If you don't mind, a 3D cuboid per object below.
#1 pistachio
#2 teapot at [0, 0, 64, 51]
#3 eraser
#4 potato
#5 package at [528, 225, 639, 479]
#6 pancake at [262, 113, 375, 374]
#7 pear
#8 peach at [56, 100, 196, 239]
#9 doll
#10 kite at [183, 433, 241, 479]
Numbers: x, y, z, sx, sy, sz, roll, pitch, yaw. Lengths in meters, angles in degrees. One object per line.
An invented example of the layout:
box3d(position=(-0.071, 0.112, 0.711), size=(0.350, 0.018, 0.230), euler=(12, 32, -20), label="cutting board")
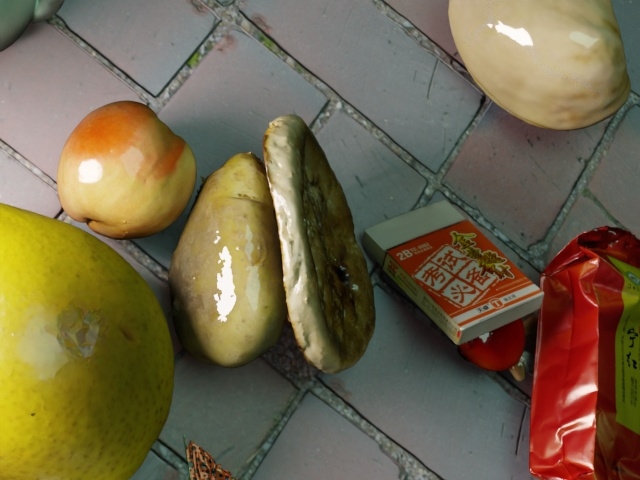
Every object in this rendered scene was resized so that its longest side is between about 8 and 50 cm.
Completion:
box3d(position=(0.346, -0.312, 2.122), size=(0.321, 0.229, 0.238), euler=(43, 92, 5), label="pistachio")
box3d(position=(-0.469, -0.335, 1.790), size=(0.294, 0.129, 0.193), euler=(11, 65, -22), label="teapot")
box3d(position=(0.186, 0.040, 1.946), size=(0.157, 0.038, 0.230), euler=(-21, 50, -30), label="eraser")
box3d(position=(-0.119, 0.026, 1.777), size=(0.141, 0.191, 0.296), euler=(15, 66, -22), label="potato")
box3d(position=(0.411, 0.190, 1.980), size=(0.196, 0.123, 0.423), euler=(26, 61, -39), label="package")
box3d(position=(-0.002, 0.000, 1.810), size=(0.065, 0.356, 0.356), euler=(-15, 73, 12), label="pancake")
box3d(position=(-0.322, 0.116, 1.621), size=(0.386, 0.191, 0.340), euler=(50, 52, -11), label="pear")
box3d(position=(-0.255, -0.087, 1.773), size=(0.184, 0.184, 0.184), euler=(9, 67, -22), label="peach")
box3d(position=(0.258, 0.125, 1.986), size=(0.183, 0.085, 0.217), euler=(53, 41, -1), label="doll")
box3d(position=(-0.117, 0.362, 1.755), size=(0.222, 0.008, 0.125), euler=(36, 62, -8), label="kite")
